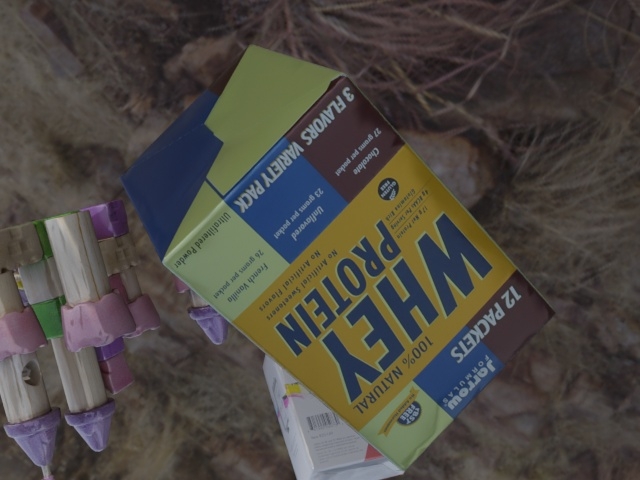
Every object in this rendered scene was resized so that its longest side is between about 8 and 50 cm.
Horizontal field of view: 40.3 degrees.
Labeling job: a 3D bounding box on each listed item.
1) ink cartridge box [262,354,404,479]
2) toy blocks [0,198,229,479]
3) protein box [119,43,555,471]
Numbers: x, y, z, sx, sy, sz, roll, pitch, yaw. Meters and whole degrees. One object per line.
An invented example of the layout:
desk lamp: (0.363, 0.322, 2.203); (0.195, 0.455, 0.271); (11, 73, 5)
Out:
ink cartridge box: (0.011, 0.157, 0.922); (0.067, 0.115, 0.198); (105, 152, -49)
toy blocks: (-0.274, 0.103, 0.944); (0.309, 0.288, 0.260); (-11, 97, 20)
protein box: (0.000, 0.000, 0.562); (0.201, 0.136, 0.200); (44, 179, -25)
